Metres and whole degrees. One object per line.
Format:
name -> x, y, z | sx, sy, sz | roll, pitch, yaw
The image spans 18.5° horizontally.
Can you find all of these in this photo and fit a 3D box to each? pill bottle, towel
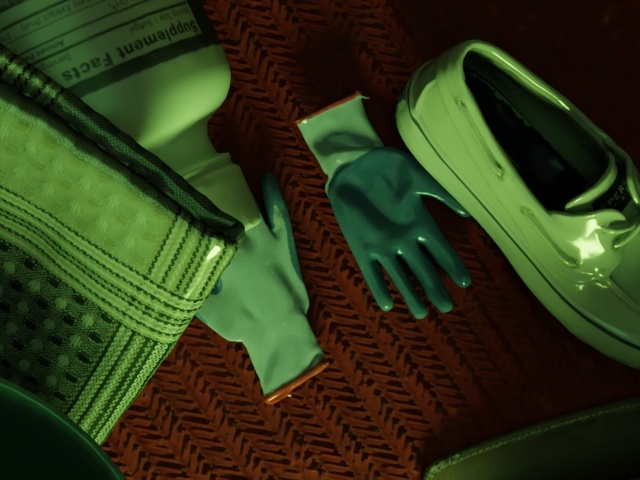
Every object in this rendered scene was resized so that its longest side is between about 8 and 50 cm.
pill bottle -> -0.159, -0.127, 1.150 | 0.176, 0.176, 0.319 | -25, 93, -9
towel -> -0.242, 0.005, 1.097 | 0.324, 0.312, 0.056 | 35, 39, -4

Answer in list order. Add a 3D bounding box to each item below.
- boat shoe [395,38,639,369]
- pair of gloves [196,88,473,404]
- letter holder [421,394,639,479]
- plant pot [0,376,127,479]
boat shoe -> 0.166, -0.023, 1.239 | 0.267, 0.088, 0.096 | 47, 62, -3
pair of gloves -> 0.000, 0.000, 1.251 | 0.198, 0.023, 0.159 | -29, 93, -11
letter holder -> 0.234, 0.203, 1.221 | 0.301, 0.152, 0.214 | -11, 88, -10
plant pot -> -0.250, 0.238, 1.070 | 0.293, 0.235, 0.293 | 8, 64, -17
